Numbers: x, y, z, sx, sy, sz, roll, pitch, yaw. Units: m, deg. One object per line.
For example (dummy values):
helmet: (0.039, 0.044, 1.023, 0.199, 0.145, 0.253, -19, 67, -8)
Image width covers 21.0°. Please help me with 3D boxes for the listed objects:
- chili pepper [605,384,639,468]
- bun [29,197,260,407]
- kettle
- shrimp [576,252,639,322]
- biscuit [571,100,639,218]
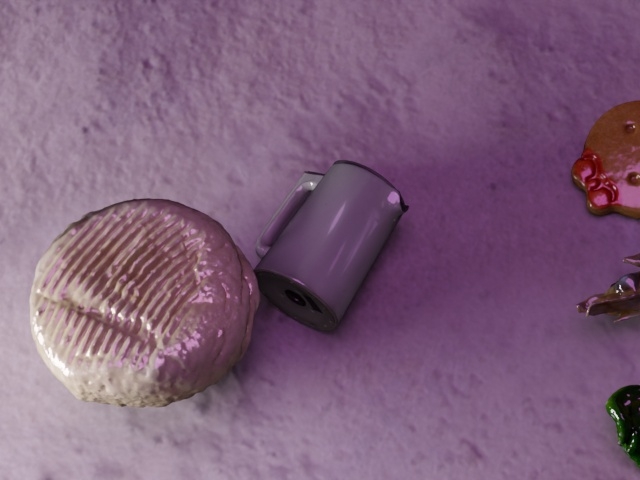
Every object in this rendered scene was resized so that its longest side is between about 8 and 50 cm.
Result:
chili pepper: (0.367, 0.226, 1.576, 0.100, 0.074, 0.257, -40, 63, -16)
bun: (-0.163, 0.067, 1.657, 0.220, 0.134, 0.220, -3, 59, 5)
kettle: (0.005, 0.003, 1.707, 0.098, 0.127, 0.148, 38, 67, -14)
shrimp: (0.403, 0.076, 1.640, 0.317, 0.077, 0.168, -4, 67, 0)
biscuit: (0.366, -0.085, 1.740, 0.225, 0.036, 0.166, 1, 66, 6)
